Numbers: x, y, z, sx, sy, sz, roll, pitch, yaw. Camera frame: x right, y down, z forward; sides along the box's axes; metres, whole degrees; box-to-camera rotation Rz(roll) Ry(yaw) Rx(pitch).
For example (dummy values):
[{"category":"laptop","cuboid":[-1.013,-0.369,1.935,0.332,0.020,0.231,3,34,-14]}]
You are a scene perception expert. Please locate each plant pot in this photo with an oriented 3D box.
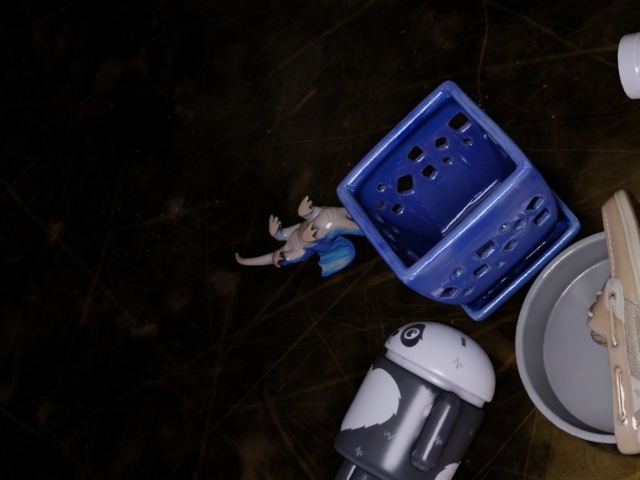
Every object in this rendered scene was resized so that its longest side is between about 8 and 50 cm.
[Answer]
[{"category":"plant pot","cuboid":[0.203,-0.042,2.016,0.236,0.212,0.236,-45,44,11]}]

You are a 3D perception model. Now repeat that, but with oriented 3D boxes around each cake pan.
[{"category":"cake pan","cuboid":[0.403,0.129,1.930,0.293,0.054,0.293,-12,65,28]}]

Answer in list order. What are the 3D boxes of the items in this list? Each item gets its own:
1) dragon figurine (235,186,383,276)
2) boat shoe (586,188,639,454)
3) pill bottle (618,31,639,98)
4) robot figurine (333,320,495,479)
[{"category":"dragon figurine","cuboid":[0.000,0.000,2.221,0.289,0.144,0.085,-35,56,40]},{"category":"boat shoe","cuboid":[0.390,0.099,1.841,0.110,0.121,0.341,-18,64,26]},{"category":"pill bottle","cuboid":[0.521,-0.248,1.957,0.221,0.124,0.124,-5,69,31]},{"category":"robot figurine","cuboid":[0.123,0.246,1.990,0.209,0.173,0.278,27,88,37]}]
